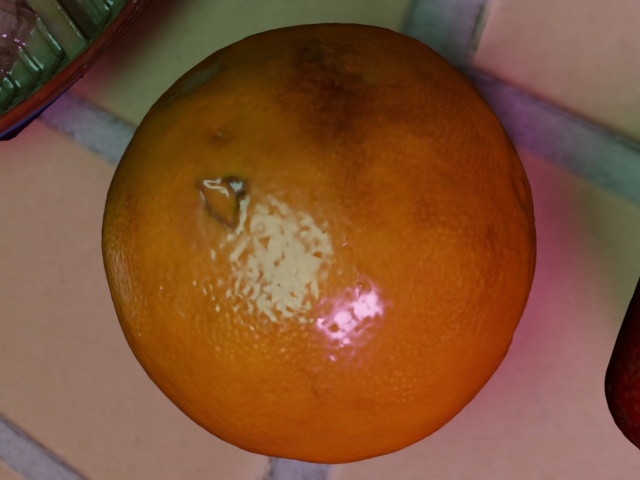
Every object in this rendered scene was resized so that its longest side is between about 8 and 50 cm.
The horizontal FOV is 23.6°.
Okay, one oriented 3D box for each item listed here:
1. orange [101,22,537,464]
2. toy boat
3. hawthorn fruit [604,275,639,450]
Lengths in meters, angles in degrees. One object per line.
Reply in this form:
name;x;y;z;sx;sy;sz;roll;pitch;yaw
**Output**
orange;0.000;0.000;0.909;0.261;0.261;0.261;6;100;37
toy boat;-0.178;-0.187;1.115;0.392;0.079;0.136;-46;71;31
hawthorn fruit;0.247;0.065;0.779;0.188;0.169;0.169;-1;95;38
